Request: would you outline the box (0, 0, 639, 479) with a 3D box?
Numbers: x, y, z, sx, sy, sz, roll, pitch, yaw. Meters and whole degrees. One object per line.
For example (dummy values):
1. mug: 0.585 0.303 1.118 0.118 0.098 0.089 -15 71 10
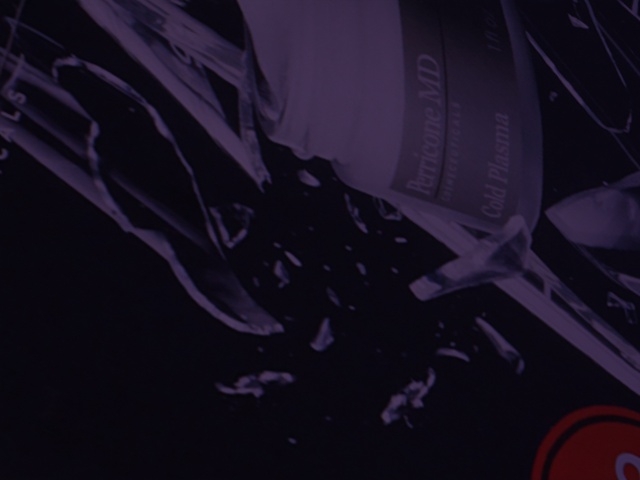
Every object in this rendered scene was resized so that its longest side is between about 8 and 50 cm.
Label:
1. box: 0.000 0.000 0.492 0.312 0.179 0.343 25 48 -20
